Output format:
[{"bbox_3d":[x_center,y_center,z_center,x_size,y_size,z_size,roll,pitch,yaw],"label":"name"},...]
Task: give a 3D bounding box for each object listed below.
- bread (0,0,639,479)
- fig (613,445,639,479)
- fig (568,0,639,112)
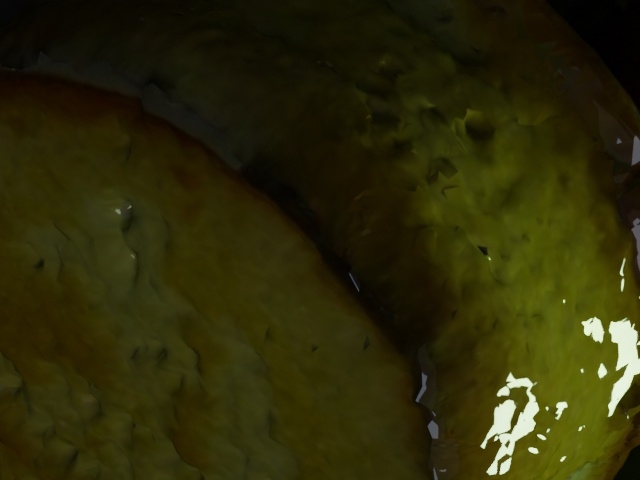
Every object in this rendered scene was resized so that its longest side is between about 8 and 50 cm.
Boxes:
[{"bbox_3d":[-0.024,0.021,0.883,0.398,0.215,0.398,20,127,29],"label":"bread"},{"bbox_3d":[0.227,0.204,1.144,0.314,0.233,0.233,2,134,1],"label":"fig"},{"bbox_3d":[0.183,-0.035,0.946,0.205,0.205,0.205,-2,134,-2],"label":"fig"}]
